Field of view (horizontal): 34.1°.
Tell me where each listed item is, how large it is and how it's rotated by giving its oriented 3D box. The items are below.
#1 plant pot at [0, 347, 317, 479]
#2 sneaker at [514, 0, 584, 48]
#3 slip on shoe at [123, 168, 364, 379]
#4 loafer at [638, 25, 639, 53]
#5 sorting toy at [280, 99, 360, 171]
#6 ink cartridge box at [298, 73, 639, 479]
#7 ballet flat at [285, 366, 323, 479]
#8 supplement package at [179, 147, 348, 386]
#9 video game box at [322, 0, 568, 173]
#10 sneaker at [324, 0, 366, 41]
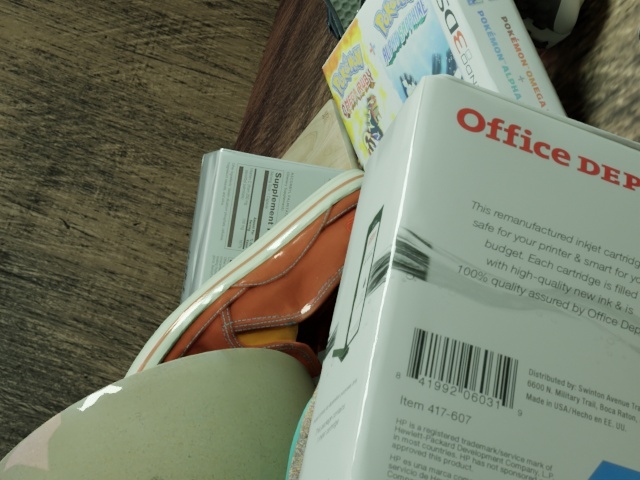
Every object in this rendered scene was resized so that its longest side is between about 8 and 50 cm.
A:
[{"bbox_3d":[-0.088,0.241,0.771,0.191,0.284,0.284,57,137,30],"label":"plant pot"},{"bbox_3d":[0.137,-0.220,0.792,0.118,0.110,0.292,-59,14,11],"label":"sneaker"},{"bbox_3d":[-0.048,0.082,0.855,0.331,0.101,0.123,-43,-24,-9],"label":"slip on shoe"},{"bbox_3d":[0.187,-0.097,0.482,0.125,0.045,0.039,154,128,-71],"label":"loafer"},{"bbox_3d":[0.005,-0.060,1.181,0.274,0.046,0.132,-47,47,41],"label":"sorting toy"},{"bbox_3d":[0.083,0.047,0.457,0.086,0.148,0.203,124,163,-58],"label":"ink cartridge box"},{"bbox_3d":[0.051,0.093,0.636,0.106,0.107,0.316,21,106,45],"label":"ballet flat"},{"bbox_3d":[-0.057,0.052,1.025,0.204,0.145,0.261,-161,80,-79],"label":"supplement package"},{"bbox_3d":[0.081,-0.088,0.715,0.187,0.048,0.205,70,157,13],"label":"video game box"},{"bbox_3d":[0.030,-0.329,1.285,0.163,0.086,0.226,-90,-19,-68],"label":"sneaker"}]
